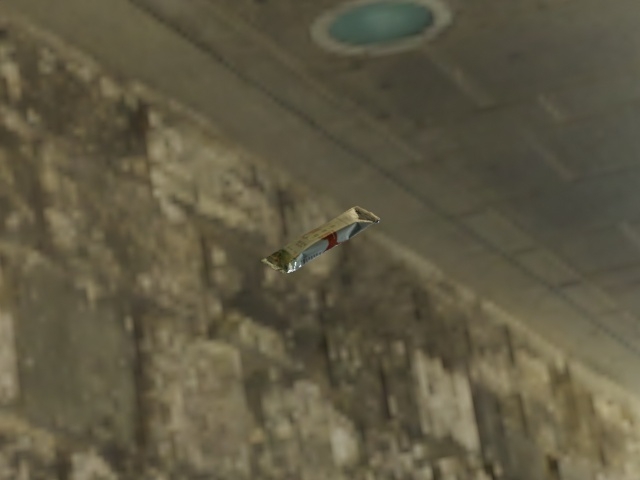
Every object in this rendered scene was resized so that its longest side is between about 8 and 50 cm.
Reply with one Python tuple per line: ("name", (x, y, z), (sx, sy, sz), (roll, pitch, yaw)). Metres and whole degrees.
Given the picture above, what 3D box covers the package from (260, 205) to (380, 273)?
("package", (0.000, 0.000, 1.672), (0.110, 0.015, 0.037), (-30, -147, -23))
